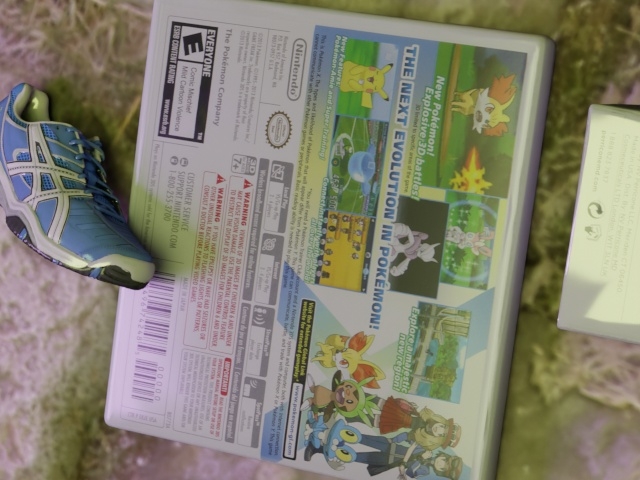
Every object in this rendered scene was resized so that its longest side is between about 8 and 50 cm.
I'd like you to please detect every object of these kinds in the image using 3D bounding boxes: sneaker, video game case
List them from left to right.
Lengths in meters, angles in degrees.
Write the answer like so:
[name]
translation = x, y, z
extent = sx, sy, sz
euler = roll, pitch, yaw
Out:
[sneaker]
translation = -0.189, -0.039, 1.421
extent = 0.211, 0.080, 0.081
euler = 41, 100, 31
[video game case]
translation = 0.000, 0.000, 1.385
extent = 0.300, 0.036, 0.329
euler = 10, 97, 22

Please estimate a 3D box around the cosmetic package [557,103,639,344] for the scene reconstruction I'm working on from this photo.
[cosmetic package]
translation = 0.285, 0.001, 1.164
extent = 0.224, 0.224, 0.138
euler = 10, 97, 22
